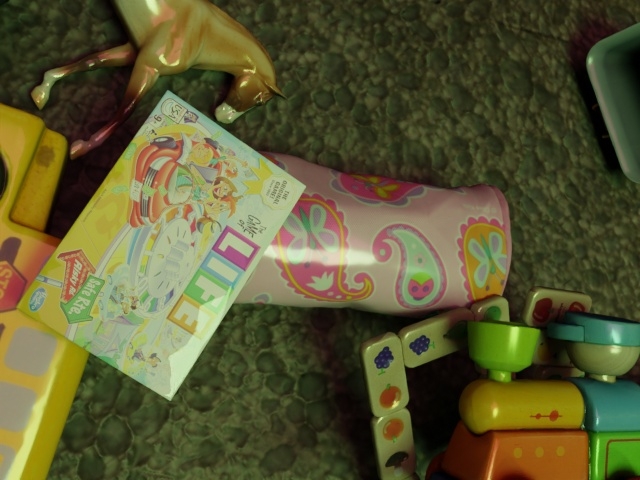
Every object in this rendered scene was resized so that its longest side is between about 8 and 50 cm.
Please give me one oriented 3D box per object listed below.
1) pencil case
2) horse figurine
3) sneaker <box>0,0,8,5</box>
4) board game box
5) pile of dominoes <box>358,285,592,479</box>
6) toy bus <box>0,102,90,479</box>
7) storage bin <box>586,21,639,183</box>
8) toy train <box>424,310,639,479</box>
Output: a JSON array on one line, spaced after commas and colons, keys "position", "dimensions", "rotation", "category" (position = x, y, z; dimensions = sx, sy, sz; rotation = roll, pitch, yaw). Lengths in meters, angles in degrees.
[{"position": [0.000, 0.000, 0.586], "dimensions": [0.284, 0.124, 0.124], "rotation": [8, 79, -18], "category": "pencil case"}, {"position": [-0.157, -0.185, 0.587], "dimensions": [0.174, 0.066, 0.263], "rotation": [-31, 95, -13], "category": "horse figurine"}, {"position": [-0.232, -0.297, 0.504], "dimensions": [0.257, 0.169, 0.447], "rotation": [36, 81, 3], "category": "sneaker"}, {"position": [-0.093, 0.002, 0.479], "dimensions": [0.103, 0.026, 0.154], "rotation": [34, 78, -12], "category": "board game box"}, {"position": [0.139, 0.160, 0.590], "dimensions": [0.196, 0.040, 0.251], "rotation": [-18, 114, -18], "category": "pile of dominoes"}, {"position": [-0.222, 0.088, 0.499], "dimensions": [0.130, 0.108, 0.333], "rotation": [20, 76, -15], "category": "toy bus"}, {"position": [0.310, -0.126, 0.728], "dimensions": [0.091, 0.098, 0.135], "rotation": [-15, 86, -48], "category": "storage bin"}, {"position": [0.108, 0.115, 0.512], "dimensions": [0.248, 0.105, 0.143], "rotation": [5, 87, -23], "category": "toy train"}]
